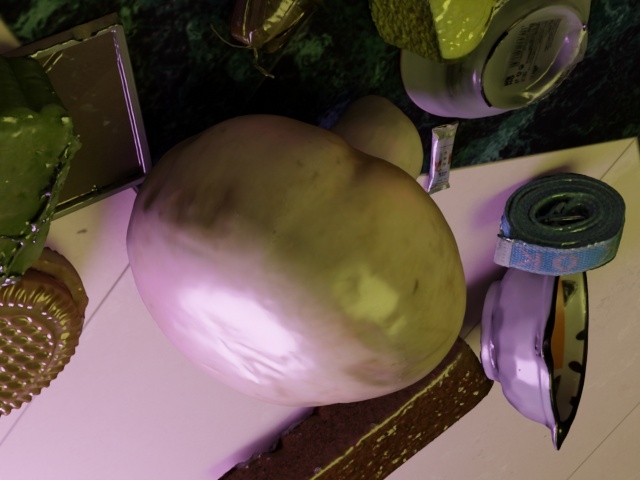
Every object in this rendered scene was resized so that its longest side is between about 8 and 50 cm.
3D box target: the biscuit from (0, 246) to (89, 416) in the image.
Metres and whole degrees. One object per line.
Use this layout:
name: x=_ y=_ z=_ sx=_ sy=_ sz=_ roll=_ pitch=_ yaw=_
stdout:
biscuit: x=-0.357 y=0.104 z=1.269 sx=0.259 sy=0.079 sz=0.259 roll=-24 pitch=147 yaw=-17

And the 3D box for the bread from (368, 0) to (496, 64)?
bread: x=0.115 y=-0.253 z=1.265 sx=0.111 sy=0.114 sz=0.129 roll=-37 pitch=137 yaw=-10

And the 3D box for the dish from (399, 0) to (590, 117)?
dish: x=0.221 y=-0.225 z=1.409 sx=0.260 sy=0.085 sz=0.260 roll=-23 pitch=142 yaw=-20

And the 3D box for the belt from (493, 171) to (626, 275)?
belt: x=0.324 y=-0.019 z=1.672 sx=0.163 sy=0.147 sz=0.082 roll=11 pitch=139 yaw=9

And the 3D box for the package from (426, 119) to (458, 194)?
package: x=0.150 y=-0.101 z=1.541 sx=0.037 sy=0.015 sz=0.110 roll=-17 pitch=138 yaw=-18

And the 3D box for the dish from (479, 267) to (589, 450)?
dish: x=0.302 y=0.134 z=1.777 sx=0.303 sy=0.120 sz=0.303 roll=2 pitch=90 yaw=-67

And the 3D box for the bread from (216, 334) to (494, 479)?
bread: x=0.055 y=0.278 z=1.789 sx=0.416 sy=0.113 sz=0.165 roll=-37 pitch=145 yaw=-4

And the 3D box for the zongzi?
zongzi: x=-0.052 y=-0.274 z=1.130 sx=0.187 sy=0.084 sz=0.184 roll=-48 pitch=133 yaw=4

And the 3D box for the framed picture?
framed picture: x=-0.304 y=-0.081 z=1.175 sx=0.290 sy=0.020 sz=0.211 roll=-25 pitch=142 yaw=-17

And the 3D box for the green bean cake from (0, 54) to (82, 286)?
green bean cake: x=-0.329 y=-0.055 z=1.072 sx=0.200 sy=0.113 sz=0.214 roll=-5 pitch=132 yaw=-37

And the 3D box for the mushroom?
mushroom: x=-0.006 y=0.025 z=1.277 sx=0.353 sy=0.325 sz=0.353 roll=-28 pitch=157 yaw=-13
